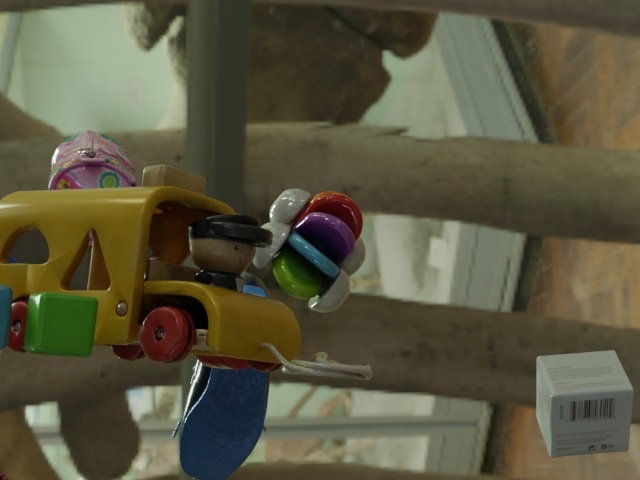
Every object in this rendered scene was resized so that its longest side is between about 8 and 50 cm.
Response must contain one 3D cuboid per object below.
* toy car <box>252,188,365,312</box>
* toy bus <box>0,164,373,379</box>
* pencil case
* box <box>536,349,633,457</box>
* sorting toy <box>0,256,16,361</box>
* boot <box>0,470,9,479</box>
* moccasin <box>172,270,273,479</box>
[{"bbox_3d":[0.000,0.000,1.460,0.136,0.159,0.182,-40,15,43],"label":"toy car"},{"bbox_3d":[-0.087,0.014,0.548,0.191,0.202,0.105,157,118,-75],"label":"toy bus"},{"bbox_3d":[-0.307,-0.078,1.372,0.284,0.124,0.124,-136,46,-73],"label":"pencil case"},{"bbox_3d":[0.325,0.202,1.261,0.087,0.101,0.102,-94,-1,-60],"label":"box"},{"bbox_3d":[-0.474,0.143,1.149,0.047,0.196,0.348,-17,51,56],"label":"sorting toy"},{"bbox_3d":[-0.474,0.423,1.344,0.085,0.178,0.236,44,-178,-43],"label":"boot"},{"bbox_3d":[-0.127,0.206,1.526,0.117,0.137,0.342,-103,31,-63],"label":"moccasin"}]
